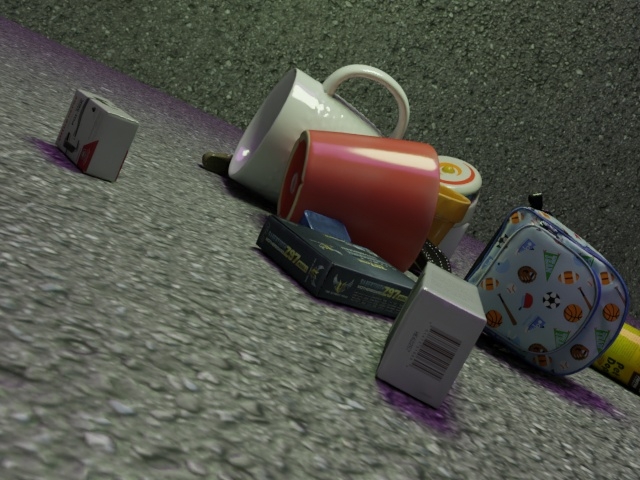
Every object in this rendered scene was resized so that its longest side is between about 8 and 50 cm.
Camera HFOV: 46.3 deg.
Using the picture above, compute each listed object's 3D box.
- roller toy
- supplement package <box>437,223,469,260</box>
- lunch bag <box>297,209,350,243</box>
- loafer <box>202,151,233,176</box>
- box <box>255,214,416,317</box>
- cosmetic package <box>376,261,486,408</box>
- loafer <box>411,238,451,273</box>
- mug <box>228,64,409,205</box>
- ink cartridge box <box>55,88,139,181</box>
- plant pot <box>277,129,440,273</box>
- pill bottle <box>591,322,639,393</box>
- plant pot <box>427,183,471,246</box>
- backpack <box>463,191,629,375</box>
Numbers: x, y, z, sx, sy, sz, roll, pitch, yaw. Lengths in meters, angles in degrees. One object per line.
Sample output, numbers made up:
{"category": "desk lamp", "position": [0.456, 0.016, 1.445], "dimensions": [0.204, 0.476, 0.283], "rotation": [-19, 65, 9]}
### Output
{"category": "roller toy", "position": [0.339, -0.142, 2.051], "dimensions": [0.191, 0.146, 0.209], "rotation": [5, 35, -2]}
{"category": "supplement package", "position": [0.287, -0.055, 2.205], "dimensions": [0.244, 0.139, 0.134], "rotation": [35, 12, 33]}
{"category": "lunch bag", "position": [0.000, 0.000, 1.289], "dimensions": [0.098, 0.065, 0.067], "rotation": [19, 32, -29]}
{"category": "loafer", "position": [-0.213, -0.177, 1.741], "dimensions": [0.148, 0.056, 0.050], "rotation": [19, 17, -40]}
{"category": "box", "position": [0.039, 0.046, 1.159], "dimensions": [0.232, 0.059, 0.183], "rotation": [18, 13, -40]}
{"category": "cosmetic package", "position": [0.135, 0.105, 0.908], "dimensions": [0.085, 0.117, 0.231], "rotation": [28, 8, 4]}
{"category": "loafer", "position": [0.224, 0.034, 1.720], "dimensions": [0.080, 0.078, 0.220], "rotation": [14, 32, -37]}
{"category": "mug", "position": [0.034, -0.210, 1.636], "dimensions": [0.328, 0.374, 0.276], "rotation": [31, 22, -18]}
{"category": "ink cartridge box", "position": [-0.341, -0.161, 1.136], "dimensions": [0.056, 0.099, 0.135], "rotation": [17, 12, -43]}
{"category": "plant pot", "position": [0.059, -0.085, 1.420], "dimensions": [0.243, 0.275, 0.275], "rotation": [13, 12, -14]}
{"category": "pill bottle", "position": [0.658, 0.247, 1.585], "dimensions": [0.215, 0.117, 0.117], "rotation": [31, 10, 29]}
{"category": "plant pot", "position": [0.243, -0.053, 1.871], "dimensions": [0.205, 0.188, 0.205], "rotation": [22, 14, -6]}
{"category": "backpack", "position": [0.390, 0.095, 1.291], "dimensions": [0.263, 0.276, 0.213], "rotation": [34, 15, 9]}
